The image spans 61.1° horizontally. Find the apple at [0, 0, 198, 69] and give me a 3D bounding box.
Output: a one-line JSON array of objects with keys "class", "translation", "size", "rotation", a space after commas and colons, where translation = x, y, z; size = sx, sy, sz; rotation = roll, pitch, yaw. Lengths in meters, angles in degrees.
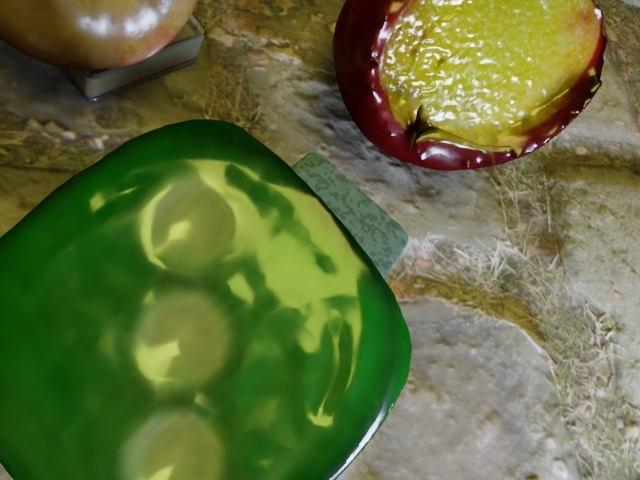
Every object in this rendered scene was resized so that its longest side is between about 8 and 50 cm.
[{"class": "apple", "translation": [-0.296, -0.312, 0.633], "size": [0.293, 0.163, 0.251], "rotation": [-16, 68, -43]}]

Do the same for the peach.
[{"class": "peach", "translation": [0.212, -0.283, 0.856], "size": [0.406, 0.310, 0.335], "rotation": [-7, 110, -16]}]

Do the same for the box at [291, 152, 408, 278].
[{"class": "box", "translation": [0.000, 0.000, 0.744], "size": [0.227, 0.130, 0.162], "rotation": [43, 46, -1]}]

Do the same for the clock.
[{"class": "clock", "translation": [-0.284, -0.303, 0.772], "size": [0.192, 0.071, 0.147], "rotation": [-36, 87, -32]}]

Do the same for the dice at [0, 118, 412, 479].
[{"class": "dice", "translation": [-0.114, 0.090, 0.519], "size": [0.297, 0.287, 0.300], "rotation": [-41, 90, -10]}]
